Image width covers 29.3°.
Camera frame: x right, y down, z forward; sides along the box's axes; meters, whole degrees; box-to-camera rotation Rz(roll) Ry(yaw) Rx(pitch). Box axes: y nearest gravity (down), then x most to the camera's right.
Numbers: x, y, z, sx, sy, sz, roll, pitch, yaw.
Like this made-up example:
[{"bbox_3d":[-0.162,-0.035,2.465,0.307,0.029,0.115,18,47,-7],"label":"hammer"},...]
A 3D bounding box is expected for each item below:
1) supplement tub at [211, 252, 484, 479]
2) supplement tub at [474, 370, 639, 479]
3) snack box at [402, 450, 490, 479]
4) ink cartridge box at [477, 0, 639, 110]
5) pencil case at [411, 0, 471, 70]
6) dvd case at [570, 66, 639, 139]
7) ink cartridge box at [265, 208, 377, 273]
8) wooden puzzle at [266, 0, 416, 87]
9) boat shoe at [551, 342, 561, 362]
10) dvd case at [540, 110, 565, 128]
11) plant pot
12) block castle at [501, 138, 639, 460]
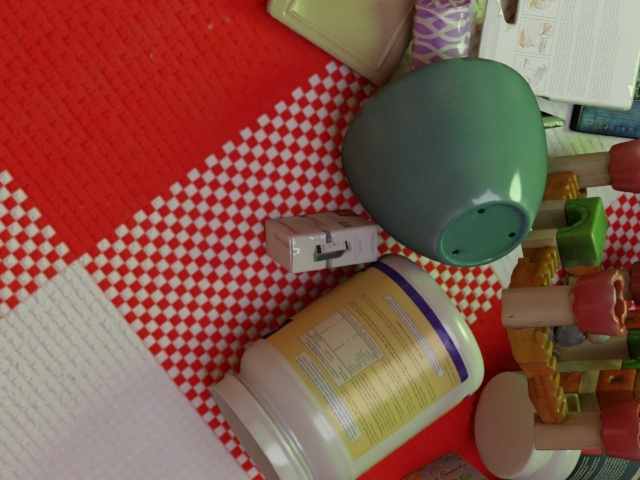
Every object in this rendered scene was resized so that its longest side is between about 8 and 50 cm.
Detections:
[{"bbox_3d":[0.037,0.198,1.735,0.331,0.241,0.241,-33,116,-14],"label":"supplement tub"},{"bbox_3d":[0.407,0.304,1.972,0.272,0.191,0.191,8,101,-28],"label":"supplement tub"},{"bbox_3d":[0.208,0.395,1.929,0.100,0.141,0.037,-24,114,-18],"label":"snack box"},{"bbox_3d":[0.364,-0.358,1.834,0.261,0.066,0.296,6,102,-12],"label":"ink cartridge box"},{"bbox_3d":[0.172,-0.250,1.746,0.088,0.086,0.206,-41,140,-52],"label":"pencil case"},{"bbox_3d":[0.496,-0.289,1.943,0.180,0.022,0.253,4,103,-26],"label":"dvd case"},{"bbox_3d":[0.000,0.000,1.740,0.135,0.099,0.056,-8,109,-23],"label":"ink cartridge box"},{"bbox_3d":[0.057,-0.360,1.701,0.239,0.044,0.221,29,91,-35],"label":"wooden puzzle"},{"bbox_3d":[0.395,0.176,2.006,0.190,0.068,0.072,16,113,-27],"label":"boat shoe"},{"bbox_3d":[0.294,-0.179,1.839,0.119,0.087,0.013,-10,112,-22],"label":"dvd case"},{"bbox_3d":[0.192,-0.078,1.684,0.290,0.195,0.290,-11,140,-9],"label":"plant pot"},{"bbox_3d":[0.423,0.080,1.764,0.453,0.213,0.303,-60,139,-53],"label":"block castle"}]
